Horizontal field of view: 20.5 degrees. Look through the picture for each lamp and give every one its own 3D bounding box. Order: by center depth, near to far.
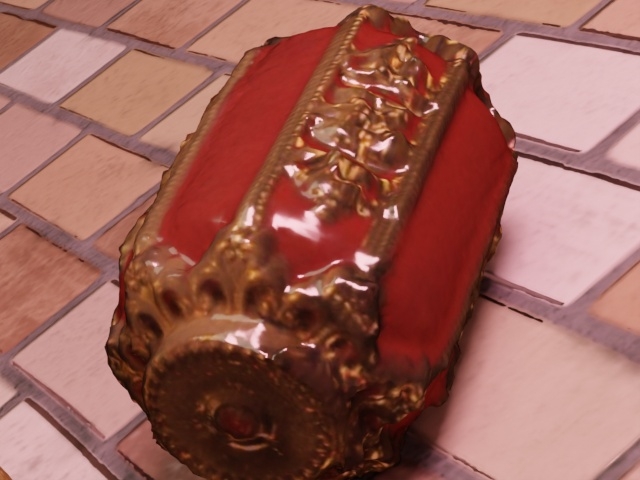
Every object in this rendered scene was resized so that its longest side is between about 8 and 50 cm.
[{"bbox_3d":[0.000,0.000,0.893,0.177,0.177,0.274,-16,32,32],"label":"lamp"}]

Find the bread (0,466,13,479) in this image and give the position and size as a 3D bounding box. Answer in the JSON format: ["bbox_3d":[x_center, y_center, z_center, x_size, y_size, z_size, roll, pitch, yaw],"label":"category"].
[{"bbox_3d":[-0.280,0.194,0.866,0.305,0.159,0.305,-26,27,14],"label":"bread"}]
